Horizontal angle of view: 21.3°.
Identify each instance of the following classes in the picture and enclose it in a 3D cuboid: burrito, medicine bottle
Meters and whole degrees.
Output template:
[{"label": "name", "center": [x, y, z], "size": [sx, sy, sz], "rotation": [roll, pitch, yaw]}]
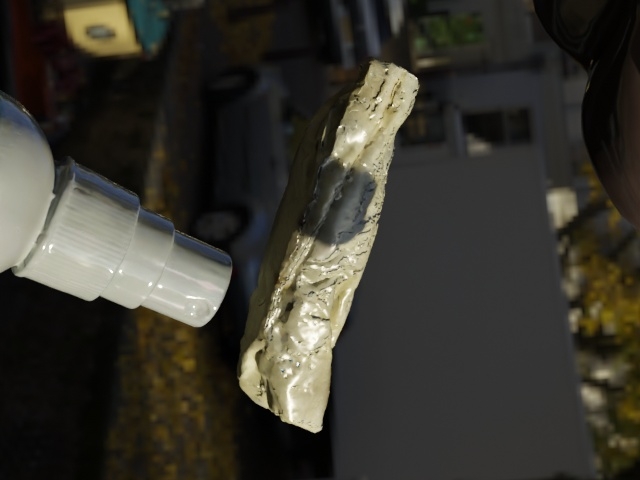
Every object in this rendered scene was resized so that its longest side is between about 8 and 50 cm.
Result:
[{"label": "burrito", "center": [0.000, 0.001, 0.947], "size": [0.063, 0.058, 0.230], "rotation": [-109, -150, -62]}, {"label": "medicine bottle", "center": [-0.209, -0.038, 0.889], "size": [0.110, 0.351, 0.110], "rotation": [-49, -152, 37]}]

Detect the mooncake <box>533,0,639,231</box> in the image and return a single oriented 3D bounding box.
[{"label": "mooncake", "center": [0.155, -0.095, 0.505], "size": [0.245, 0.133, 0.245], "rotation": [170, -90, -75]}]
